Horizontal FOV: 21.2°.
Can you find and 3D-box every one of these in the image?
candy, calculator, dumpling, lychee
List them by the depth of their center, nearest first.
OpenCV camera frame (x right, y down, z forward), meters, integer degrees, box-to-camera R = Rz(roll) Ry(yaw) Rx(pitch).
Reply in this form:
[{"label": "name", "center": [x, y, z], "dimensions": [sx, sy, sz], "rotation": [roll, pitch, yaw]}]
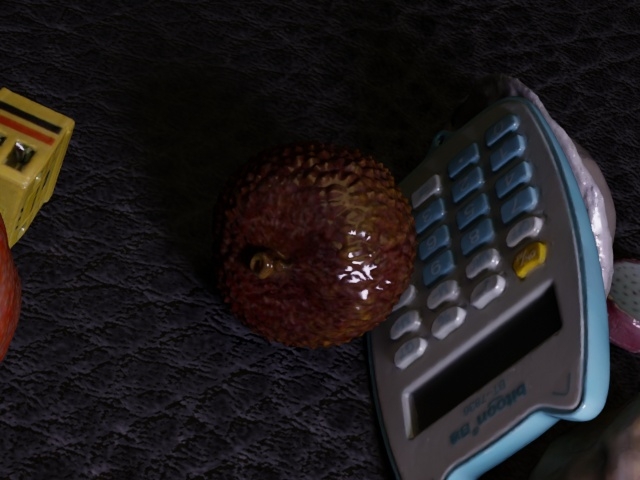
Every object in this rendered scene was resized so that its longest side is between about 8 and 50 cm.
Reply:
[{"label": "calculator", "center": [0.136, 0.044, 1.484], "dimensions": [0.054, 0.256, 0.386], "rotation": [25, 39, -33]}, {"label": "lychee", "center": [-0.006, 0.001, 1.501], "dimensions": [0.194, 0.194, 0.194], "rotation": [14, 43, -13]}, {"label": "dumpling", "center": [0.213, -0.034, 1.631], "dimensions": [0.163, 0.204, 0.293], "rotation": [9, 36, -39]}, {"label": "candy", "center": [0.309, 0.063, 1.696], "dimensions": [0.103, 0.043, 0.103], "rotation": [14, 43, -13]}]

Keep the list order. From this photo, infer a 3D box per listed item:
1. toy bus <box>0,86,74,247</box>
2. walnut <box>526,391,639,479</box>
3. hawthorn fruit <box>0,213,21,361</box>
[{"label": "toy bus", "center": [-0.389, -0.117, 1.481], "dimensions": [0.336, 0.121, 0.123], "rotation": [25, 49, -3]}, {"label": "walnut", "center": [0.276, 0.234, 1.367], "dimensions": [0.248, 0.248, 0.248], "rotation": [14, 43, -13]}, {"label": "hawthorn fruit", "center": [-0.339, 0.065, 1.259], "dimensions": [0.210, 0.210, 0.262], "rotation": [25, 48, -1]}]
